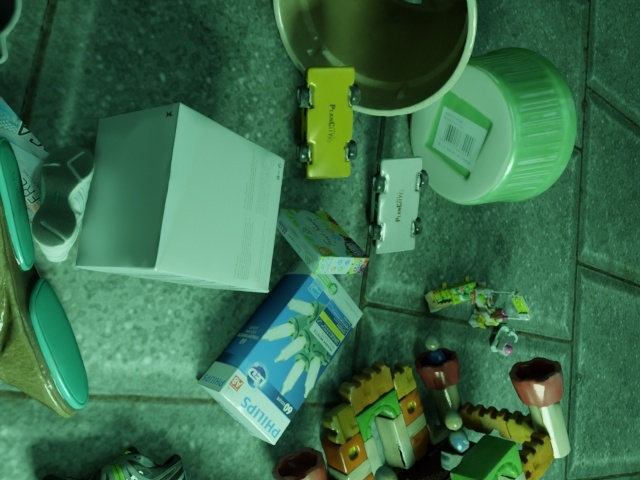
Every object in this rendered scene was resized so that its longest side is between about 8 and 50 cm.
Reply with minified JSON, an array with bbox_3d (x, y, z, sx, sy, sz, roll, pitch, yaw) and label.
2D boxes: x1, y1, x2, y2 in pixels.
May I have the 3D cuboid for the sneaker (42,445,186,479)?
[{"bbox_3d":[-0.266,0.311,0.697,0.188,0.067,0.078,12,58,-35],"label":"sneaker"}]

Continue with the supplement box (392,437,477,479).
[{"bbox_3d":[0.245,0.480,0.993,0.191,0.194,0.129,-28,104,-36],"label":"supplement box"}]

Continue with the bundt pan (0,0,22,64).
[{"bbox_3d":[-0.484,-0.259,0.518,0.330,0.124,0.331,2,86,-38],"label":"bundt pan"}]

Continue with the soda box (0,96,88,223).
[{"bbox_3d":[-0.361,-0.088,0.645,0.063,0.058,0.183,-47,115,-30],"label":"soda box"}]

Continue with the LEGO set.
[{"bbox_3d":[0.359,0.142,1.161,0.287,0.107,0.132,34,67,-32],"label":"LEGO set"}]

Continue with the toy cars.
[{"bbox_3d":[0.071,-0.140,0.965,0.176,0.087,0.394,-42,119,5],"label":"toy cars"}]

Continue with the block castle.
[{"bbox_3d":[0.173,0.327,0.881,0.453,0.303,0.213,-24,101,-38],"label":"block castle"}]

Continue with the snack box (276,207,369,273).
[{"bbox_3d":[0.000,0.000,0.875,0.100,0.141,0.037,1,123,-38],"label":"snack box"}]

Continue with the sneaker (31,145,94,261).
[{"bbox_3d":[-0.299,-0.044,0.620,0.053,0.061,0.152,10,55,-17],"label":"sneaker"}]

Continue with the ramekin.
[{"bbox_3d":[0.313,-0.212,1.037,0.148,0.303,0.303,-15,96,-30],"label":"ramekin"}]

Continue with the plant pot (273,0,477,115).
[{"bbox_3d":[0.135,-0.440,0.920,0.334,0.333,0.305,51,48,-24],"label":"plant pot"}]

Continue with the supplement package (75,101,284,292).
[{"bbox_3d":[-0.173,-0.042,0.697,0.203,0.149,0.194,20,73,-56],"label":"supplement package"}]

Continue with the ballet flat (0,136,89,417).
[{"bbox_3d":[-0.365,0.054,0.593,0.124,0.116,0.342,-12,112,-11],"label":"ballet flat"}]

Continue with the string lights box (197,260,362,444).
[{"bbox_3d":[-0.056,0.169,0.853,0.133,0.076,0.260,52,59,-24],"label":"string lights box"}]
